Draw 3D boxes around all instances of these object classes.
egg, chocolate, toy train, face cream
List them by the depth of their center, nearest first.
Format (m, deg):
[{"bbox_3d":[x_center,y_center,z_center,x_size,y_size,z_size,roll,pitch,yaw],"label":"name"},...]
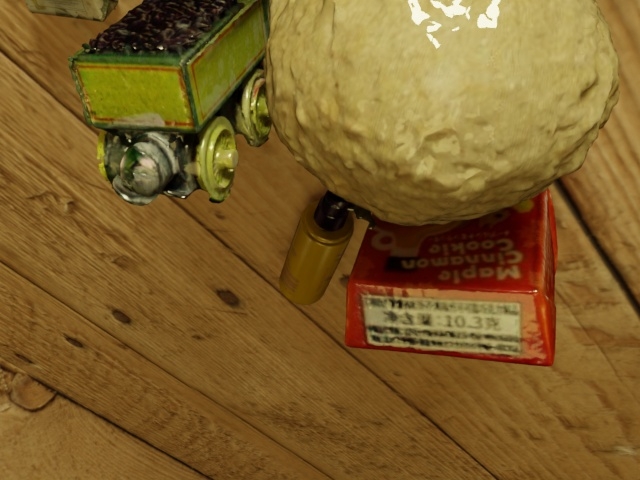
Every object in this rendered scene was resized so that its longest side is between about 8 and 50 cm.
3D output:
[{"bbox_3d":[0.091,-0.145,0.552,0.311,0.279,0.279,17,147,22],"label":"egg"},{"bbox_3d":[-0.134,-0.152,0.644,0.134,0.260,0.177,5,129,15],"label":"toy train"},{"bbox_3d":[0.162,0.025,0.773,0.238,0.234,0.107,4,132,19],"label":"chocolate"},{"bbox_3d":[0.000,0.000,0.933,0.078,0.078,0.273,19,144,-2],"label":"face cream"}]

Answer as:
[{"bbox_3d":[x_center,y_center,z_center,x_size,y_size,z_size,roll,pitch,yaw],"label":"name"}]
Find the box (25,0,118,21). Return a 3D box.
[{"bbox_3d":[-0.279,-0.280,0.703,0.098,0.045,0.062,10,143,13],"label":"box"}]
